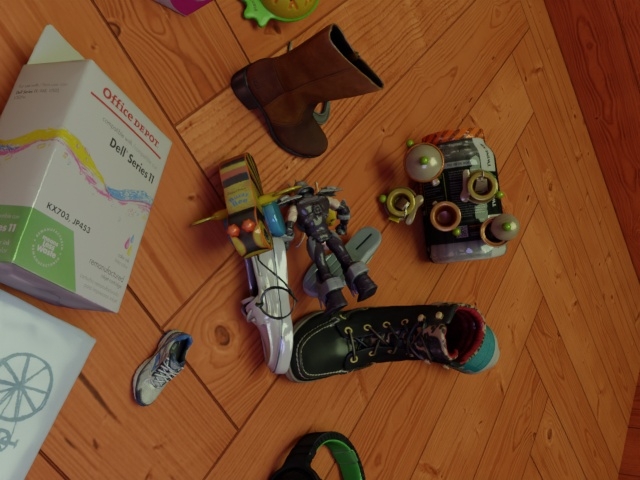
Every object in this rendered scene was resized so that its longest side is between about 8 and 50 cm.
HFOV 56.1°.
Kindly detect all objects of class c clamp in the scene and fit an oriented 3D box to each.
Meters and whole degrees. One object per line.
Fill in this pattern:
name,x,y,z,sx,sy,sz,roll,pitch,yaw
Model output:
c clamp,-0.026,-0.337,1.319,0.161,0.022,0.137,35,59,-39

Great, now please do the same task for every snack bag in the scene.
snack bag,-0.484,0.188,0.714,0.342,0.037,0.323,40,55,-33

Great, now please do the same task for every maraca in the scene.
maraca,-0.085,-0.507,1.231,0.186,0.099,0.127,-27,97,-21

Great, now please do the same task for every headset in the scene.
headset,0.008,0.529,1.093,0.243,0.185,0.394,63,33,-19

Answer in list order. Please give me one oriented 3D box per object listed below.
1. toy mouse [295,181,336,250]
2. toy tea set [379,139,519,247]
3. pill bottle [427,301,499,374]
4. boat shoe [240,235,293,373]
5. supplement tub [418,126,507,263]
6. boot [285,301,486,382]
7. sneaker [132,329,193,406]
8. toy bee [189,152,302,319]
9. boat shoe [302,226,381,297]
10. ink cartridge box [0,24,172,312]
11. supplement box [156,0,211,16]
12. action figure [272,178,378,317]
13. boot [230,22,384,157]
toy mouse,-0.005,-0.026,1.284,0.143,0.031,0.161,-43,115,-43
toy tea set,0.316,-0.104,1.423,0.124,0.336,0.199,6,103,-82
pill bottle,0.365,0.264,1.563,0.264,0.146,0.146,30,63,-41
boat shoe,-0.107,0.120,1.116,0.084,0.095,0.258,-1,75,-22
supplement tub,0.368,-0.115,1.583,0.207,0.207,0.337,-6,89,-48
boot,0.134,0.201,1.209,0.378,0.284,0.138,-2,86,-49
sneaker,-0.249,0.200,0.956,0.052,0.058,0.135,46,53,-33
toy bee,-0.112,-0.037,1.023,0.298,0.195,0.162,50,-2,20
boat shoe,0.053,0.061,1.298,0.226,0.083,0.075,-36,151,-27
ink cartridge box,-0.329,-0.100,0.825,0.207,0.119,0.353,52,45,-60
supplement box,-0.240,-0.529,1.045,0.114,0.111,0.219,14,74,-47
action figure,0.000,0.000,1.198,0.185,0.099,0.284,-19,76,-18
boot,0.007,-0.274,1.150,0.264,0.281,0.096,47,52,-32
